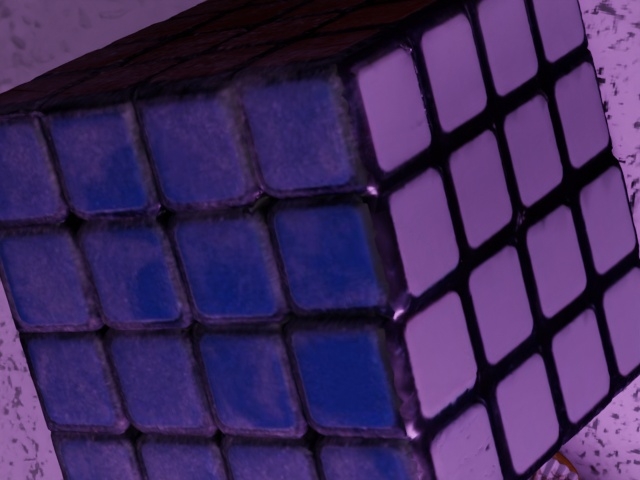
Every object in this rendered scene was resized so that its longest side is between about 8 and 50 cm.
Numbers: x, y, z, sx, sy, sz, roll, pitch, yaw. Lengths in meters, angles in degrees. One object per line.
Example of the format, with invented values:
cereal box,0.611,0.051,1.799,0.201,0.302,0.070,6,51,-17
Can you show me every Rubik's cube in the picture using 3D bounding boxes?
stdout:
Rubik's cube,0.000,0.000,1.396,0.344,0.344,0.337,-2,109,37

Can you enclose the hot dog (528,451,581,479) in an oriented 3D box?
hot dog,0.119,0.212,1.591,0.253,0.069,0.131,3,121,37
